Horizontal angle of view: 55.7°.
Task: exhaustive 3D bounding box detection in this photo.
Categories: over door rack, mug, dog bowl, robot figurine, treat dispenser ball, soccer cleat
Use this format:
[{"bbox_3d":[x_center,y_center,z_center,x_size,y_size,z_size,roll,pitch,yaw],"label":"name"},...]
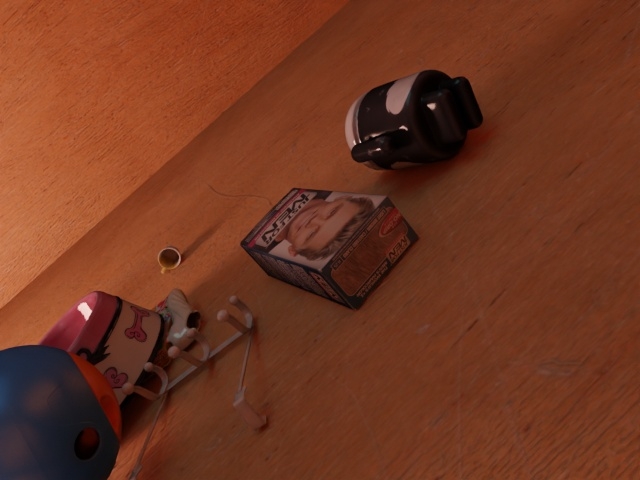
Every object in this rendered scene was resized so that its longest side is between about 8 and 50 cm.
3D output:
[{"bbox_3d":[-0.219,0.240,1.021,0.239,0.108,0.324,-38,24,8],"label":"over door rack"},{"bbox_3d":[-0.431,0.047,1.715,0.078,0.062,0.064,-33,17,1],"label":"mug"},{"bbox_3d":[-0.524,0.282,1.288,0.408,0.150,0.408,-38,25,22],"label":"dog bowl"},{"bbox_3d":[0.172,-0.226,1.173,0.278,0.209,0.174,-5,79,52],"label":"robot figurine"},{"bbox_3d":[-0.468,0.313,0.965,0.288,0.288,0.288,-32,25,17],"label":"treat dispenser ball"},{"bbox_3d":[-0.294,0.164,1.316,0.076,0.068,0.196,-32,32,6],"label":"soccer cleat"}]

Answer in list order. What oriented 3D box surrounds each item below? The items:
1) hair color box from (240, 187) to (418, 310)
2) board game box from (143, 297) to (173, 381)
[{"bbox_3d":[0.000,0.000,1.114,0.174,0.105,0.347,-48,26,-16],"label":"hair color box"},{"bbox_3d":[-0.376,0.223,1.370,0.124,0.039,0.259,-37,27,12],"label":"board game box"}]
